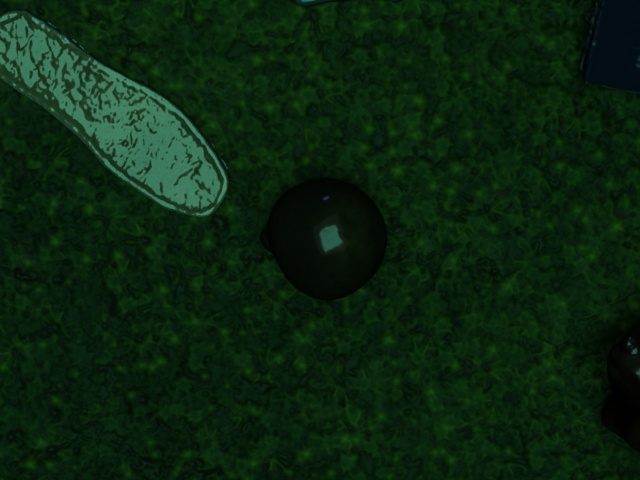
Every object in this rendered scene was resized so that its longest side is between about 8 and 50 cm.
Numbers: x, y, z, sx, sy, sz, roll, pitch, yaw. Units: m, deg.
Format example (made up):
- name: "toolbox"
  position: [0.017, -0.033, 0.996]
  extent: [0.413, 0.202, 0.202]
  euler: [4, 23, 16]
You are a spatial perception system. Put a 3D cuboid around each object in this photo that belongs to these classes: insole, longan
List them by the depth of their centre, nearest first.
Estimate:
- name: "longan"
  position: [0.000, 0.000, 1.298]
  extent: [0.119, 0.106, 0.106]
  euler: [-11, 102, 39]
- name: "insole"
  position: [-0.182, -0.109, 1.311]
  extent: [0.248, 0.011, 0.081]
  euler: [36, 96, -7]

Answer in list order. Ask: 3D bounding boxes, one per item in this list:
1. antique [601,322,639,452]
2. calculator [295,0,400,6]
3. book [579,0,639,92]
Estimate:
- name: "antique"
  position: [0.358, 0.149, 1.319]
  extent: [0.257, 0.121, 0.143]
  euler: [26, 94, -7]
- name: "calculator"
  position: [0.041, -0.245, 1.296]
  extent: [0.141, 0.019, 0.094]
  euler: [-13, 96, 0]
- name: "book"
  position: [0.396, -0.289, 1.195]
  extent: [0.300, 0.039, 0.428]
  euler: [10, 124, 1]
